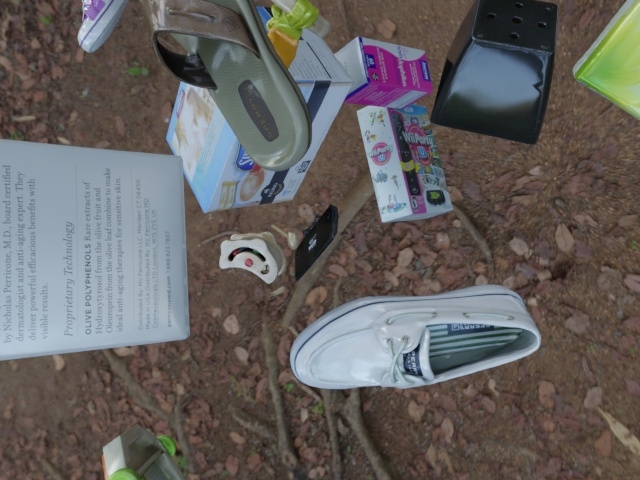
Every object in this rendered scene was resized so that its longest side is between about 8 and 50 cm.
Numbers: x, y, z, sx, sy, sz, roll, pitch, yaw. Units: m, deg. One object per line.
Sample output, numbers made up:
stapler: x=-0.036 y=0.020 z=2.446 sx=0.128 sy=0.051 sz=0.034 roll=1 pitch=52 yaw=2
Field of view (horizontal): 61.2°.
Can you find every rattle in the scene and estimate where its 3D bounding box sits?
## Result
rattle: x=-0.088 y=-0.361 z=0.862 sx=0.200 sy=0.130 sz=0.143 roll=45 pitch=127 yaw=21

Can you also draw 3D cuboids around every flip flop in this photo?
flip flop: x=-0.111 y=-0.182 z=0.512 sx=0.112 sy=0.080 sz=0.277 roll=-24 pitch=102 yaw=43

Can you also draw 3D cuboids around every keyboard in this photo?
keyboard: x=0.000 y=0.000 z=1.025 sx=0.192 sy=0.038 sz=0.100 roll=131 pitch=145 yaw=-52

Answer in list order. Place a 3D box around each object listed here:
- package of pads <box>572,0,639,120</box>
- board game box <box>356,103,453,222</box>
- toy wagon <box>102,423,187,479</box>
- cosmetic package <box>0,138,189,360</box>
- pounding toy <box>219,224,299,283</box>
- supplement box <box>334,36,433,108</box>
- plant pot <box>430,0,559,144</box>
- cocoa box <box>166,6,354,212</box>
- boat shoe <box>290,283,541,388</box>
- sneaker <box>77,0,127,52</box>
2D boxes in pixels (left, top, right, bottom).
package of pads: x=0.729 y=-0.416 z=1.146 sx=0.229 sy=0.101 sz=0.296 roll=31 pitch=122 yaw=-4
board game box: x=0.228 y=-0.209 z=1.445 sx=0.097 sy=0.224 sz=0.303 roll=-18 pitch=83 yaw=39
toy wagon: x=-0.282 y=0.511 z=1.018 sx=0.068 sy=0.267 sz=0.344 roll=-35 pitch=84 yaw=-5
cosmetic package: x=-0.303 y=0.009 z=0.387 sx=0.197 sy=0.365 sz=0.155 roll=-5 pitch=87 yaw=54
pounding toy: x=-0.185 y=0.043 z=1.783 sx=0.269 sy=0.155 sz=0.154 roll=-2 pitch=109 yaw=22
supplement box: x=0.145 y=-0.389 z=1.276 sx=0.114 sy=0.220 sz=0.111 roll=-19 pitch=80 yaw=51
plant pot: x=0.306 y=-0.301 z=0.916 sx=0.187 sy=0.167 sz=0.188 roll=14 pitch=60 yaw=9
cocoa box: x=-0.141 y=-0.259 z=1.096 sx=0.231 sy=0.228 sz=0.347 roll=58 pitch=140 yaw=23
boat shoe: x=0.082 y=0.091 z=0.487 sx=0.226 sy=0.076 sz=0.083 roll=-17 pitch=108 yaw=1
sneaker: x=-0.511 y=-0.558 z=1.196 sx=0.102 sy=0.161 sz=0.282 roll=-21 pitch=49 yaw=57
